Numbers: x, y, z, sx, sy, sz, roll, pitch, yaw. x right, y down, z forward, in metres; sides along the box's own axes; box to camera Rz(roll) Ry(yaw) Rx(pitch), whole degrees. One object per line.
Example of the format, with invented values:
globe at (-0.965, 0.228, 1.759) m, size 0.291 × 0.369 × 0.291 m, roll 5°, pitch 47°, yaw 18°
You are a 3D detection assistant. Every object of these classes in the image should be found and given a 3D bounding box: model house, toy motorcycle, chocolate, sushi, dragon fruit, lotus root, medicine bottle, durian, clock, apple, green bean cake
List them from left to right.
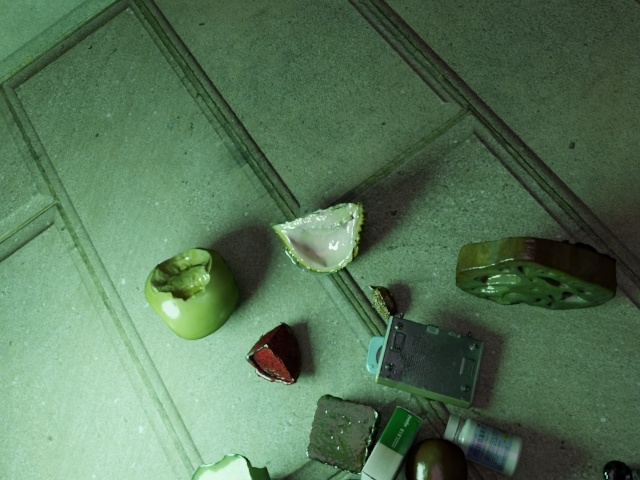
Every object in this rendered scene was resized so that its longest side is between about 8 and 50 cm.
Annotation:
apple at (-0.377, 0.160, 1.695) m, size 0.279 × 0.279 × 0.279 m, roll -4°, pitch 71°, yaw 12°
model house at (-0.232, 0.692, 1.510) m, size 0.214 × 0.189 × 0.195 m, roll -31°, pitch 59°, yaw 5°
dragon fruit at (-0.121, 0.343, 1.667) m, size 0.161 × 0.120 × 0.127 m, roll 52°, pitch 46°, yaw -2°
durian at (0.013, 0.007, 1.707) m, size 0.305 × 0.185 × 0.195 m, roll -14°, pitch 88°, yaw 13°
green bean cake at (0.066, 0.525, 1.542) m, size 0.173 × 0.094 × 0.181 m, roll 10°, pitch 75°, yaw 17°
sushi at (0.180, 0.179, 1.648) m, size 0.060 × 0.061 × 0.118 m, roll -22°, pitch 58°, yaw -22°
clock at (0.207, 0.333, 1.599) m, size 0.147 × 0.045 × 0.108 m, roll 8°, pitch 75°, yaw 15°
chocolate at (0.281, 0.584, 1.411) m, size 0.177 × 0.177 × 0.176 m, roll -4°, pitch 71°, yaw 12°
medicine bottle at (0.413, 0.521, 1.454) m, size 0.187 × 0.103 × 0.102 m, roll 18°, pitch 77°, yaw 18°
lotus root at (0.535, 0.081, 1.439) m, size 0.391 × 0.375 × 0.111 m, roll 4°, pitch 68°, yaw 27°
toy motorcycle at (0.787, 0.603, 1.345) m, size 0.213 × 0.082 × 0.122 m, roll 6°, pitch 73°, yaw 17°

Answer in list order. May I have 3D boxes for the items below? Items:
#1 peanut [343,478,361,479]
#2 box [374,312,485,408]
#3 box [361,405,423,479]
peanut at (-0.001, 0.730, 1.472) m, size 0.313 × 0.149 × 0.149 m, roll -27°, pitch 68°, yaw 1°
box at (0.299, 0.324, 1.548) m, size 0.270 × 0.045 × 0.210 m, roll 17°, pitch 76°, yaw 4°
box at (0.183, 0.545, 1.455) m, size 0.081 × 0.135 × 0.199 m, roll 23°, pitch 58°, yaw 19°
